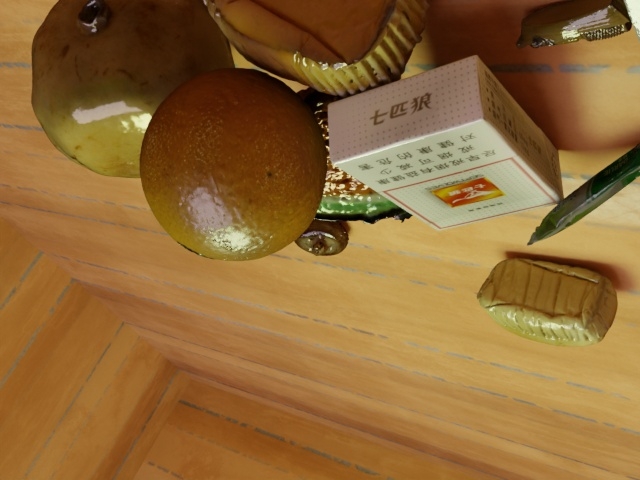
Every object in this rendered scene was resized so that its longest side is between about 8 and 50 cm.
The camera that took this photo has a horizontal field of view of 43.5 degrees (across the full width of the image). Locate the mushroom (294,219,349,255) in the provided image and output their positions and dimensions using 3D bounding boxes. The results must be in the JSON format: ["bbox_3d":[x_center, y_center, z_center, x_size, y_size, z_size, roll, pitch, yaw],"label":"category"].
[{"bbox_3d":[0.001,-0.008,1.737,0.126,0.085,0.109,5,180,16],"label":"mushroom"}]

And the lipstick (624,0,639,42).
[{"bbox_3d":[0.360,-0.267,0.838,0.068,0.066,0.317,6,147,44],"label":"lipstick"}]

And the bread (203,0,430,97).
[{"bbox_3d":[-0.007,-0.307,1.035,0.288,0.204,0.156,22,179,21],"label":"bread"}]

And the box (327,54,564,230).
[{"bbox_3d":[0.183,-0.115,1.101,0.210,0.095,0.330,-13,157,30],"label":"box"}]

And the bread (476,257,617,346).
[{"bbox_3d":[0.412,0.113,1.454,0.236,0.140,0.106,11,155,40],"label":"bread"}]

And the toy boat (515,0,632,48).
[{"bbox_3d":[0.297,-0.255,0.956,0.149,0.047,0.049,0,143,47],"label":"toy boat"}]

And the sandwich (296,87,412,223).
[{"bbox_3d":[0.039,-0.176,1.288,0.250,0.162,0.301,-6,132,3],"label":"sandwich"}]

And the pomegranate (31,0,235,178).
[{"bbox_3d":[-0.300,-0.260,1.288,0.332,0.333,0.333,24,156,11],"label":"pomegranate"}]

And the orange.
[{"bbox_3d":[-0.120,-0.104,1.115,0.274,0.274,0.274,24,156,11],"label":"orange"}]

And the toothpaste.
[{"bbox_3d":[0.388,-0.071,1.106,0.047,0.078,0.248,49,124,0],"label":"toothpaste"}]
